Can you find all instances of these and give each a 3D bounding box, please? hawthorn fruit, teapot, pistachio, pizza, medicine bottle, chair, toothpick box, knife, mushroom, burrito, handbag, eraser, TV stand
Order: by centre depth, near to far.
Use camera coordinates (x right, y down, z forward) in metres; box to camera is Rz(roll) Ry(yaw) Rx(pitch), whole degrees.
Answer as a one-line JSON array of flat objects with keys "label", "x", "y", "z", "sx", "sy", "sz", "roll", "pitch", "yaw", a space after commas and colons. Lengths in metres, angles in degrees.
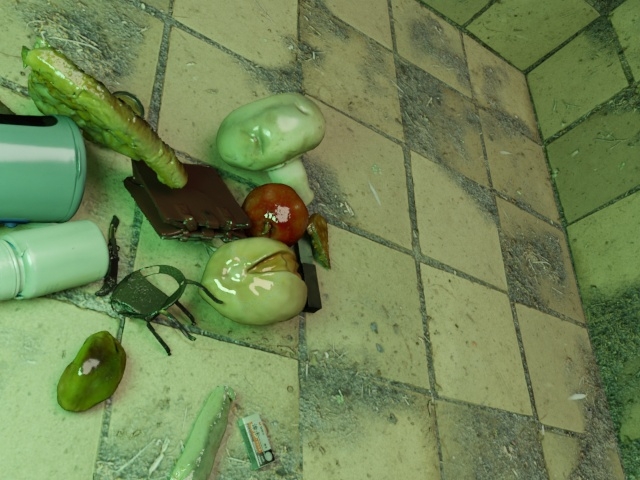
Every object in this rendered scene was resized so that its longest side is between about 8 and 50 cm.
[{"label": "toothpick box", "x": -0.685, "y": -0.141, "z": 1.376, "sx": 0.354, "sy": 0.263, "sz": 0.263, "roll": 0, "pitch": 64, "yaw": -41}, {"label": "pistachio", "x": -0.463, "y": 0.270, "z": 1.399, "sx": 0.110, "sy": 0.100, "sz": 0.189, "roll": 37, "pitch": 43, "yaw": -12}, {"label": "medicine bottle", "x": -0.584, "y": 0.044, "z": 1.406, "sx": 0.258, "sy": 0.143, "sz": 0.144, "roll": -17, "pitch": 76, "yaw": -48}, {"label": "pizza", "x": -0.507, "y": -0.288, "z": 1.474, "sx": 0.434, "sy": 0.392, "sz": 0.080, "roll": 27, "pitch": 75, "yaw": 8}, {"label": "burrito", "x": -0.255, "y": 0.442, "z": 1.508, "sx": 0.082, "sy": 0.059, "sz": 0.275, "roll": 42, "pitch": 43, "yaw": -24}, {"label": "chair", "x": -0.361, "y": 0.143, "z": 1.549, "sx": 0.213, "sy": 0.149, "sz": 0.174, "roll": 40, "pitch": 48, "yaw": -7}, {"label": "knife", "x": -0.487, "y": 0.035, "z": 1.591, "sx": 0.045, "sy": 0.021, "sz": 0.222, "roll": 20, "pitch": 53, "yaw": -27}, {"label": "eraser", "x": -0.151, "y": 0.474, "z": 1.601, "sx": 0.052, "sy": 0.029, "sz": 0.122, "roll": -7, "pitch": 69, "yaw": -45}, {"label": "pistachio", "x": -0.163, "y": 0.107, "z": 1.696, "sx": 0.308, "sy": 0.229, "sz": 0.230, "roll": 10, "pitch": 56, "yaw": -57}, {"label": "handbag", "x": -0.334, "y": -0.100, "z": 1.702, "sx": 0.260, "sy": 0.084, "sz": 0.275, "roll": 4, "pitch": 35, "yaw": -42}, {"label": "teapot", "x": -0.527, "y": -0.318, "z": 1.714, "sx": 0.165, "sy": 0.119, "sz": 0.130, "roll": 31, "pitch": 46, "yaw": -23}, {"label": "hawthorn fruit", "x": -0.131, "y": -0.053, "z": 1.821, "sx": 0.196, "sy": 0.196, "sz": 0.225, "roll": 46, "pitch": 15, "yaw": -9}, {"label": "mushroom", "x": -0.127, "y": -0.291, "z": 1.940, "sx": 0.356, "sy": 0.315, "sz": 0.315, "roll": 38, "pitch": 35, "yaw": -61}, {"label": "TV stand", "x": -0.044, "y": 0.081, "z": 1.949, "sx": 0.048, "sy": 0.040, "sz": 0.257, "roll": 11, "pitch": 57, "yaw": -36}, {"label": "pizza", "x": 0.000, "y": 0.000, "z": 2.030, "sx": 0.185, "sy": 0.036, "sz": 0.176, "roll": -64, "pitch": 141, "yaw": -68}]

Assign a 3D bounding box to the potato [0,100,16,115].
[{"label": "potato", "x": -0.752, "y": -0.306, "z": 1.524, "sx": 0.171, "sy": 0.089, "sz": 0.101, "roll": -3, "pitch": 63, "yaw": -42}]
